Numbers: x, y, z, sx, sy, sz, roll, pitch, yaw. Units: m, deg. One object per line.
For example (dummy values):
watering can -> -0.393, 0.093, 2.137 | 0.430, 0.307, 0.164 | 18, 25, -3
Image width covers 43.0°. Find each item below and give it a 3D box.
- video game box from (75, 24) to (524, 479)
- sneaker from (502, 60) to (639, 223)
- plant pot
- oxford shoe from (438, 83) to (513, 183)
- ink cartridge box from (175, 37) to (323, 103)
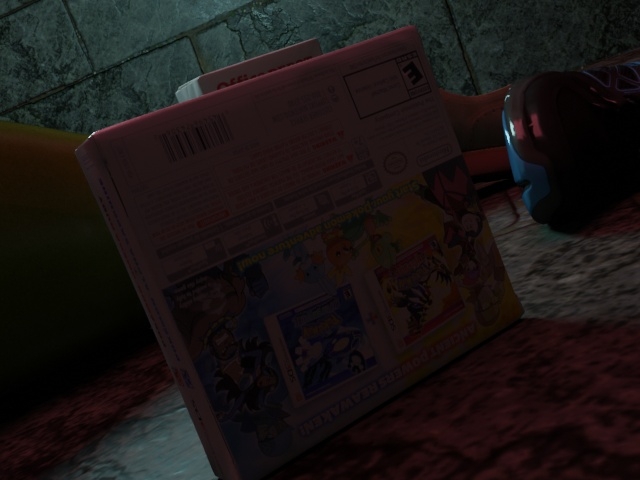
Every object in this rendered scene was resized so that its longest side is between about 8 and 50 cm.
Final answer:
video game box -> 0.000, 0.000, 0.446 | 0.205, 0.187, 0.048 | -25, 5, -28
sneaker -> 0.273, -0.114, 0.747 | 0.140, 0.125, 0.341 | -9, 15, 37
plant pot -> -0.363, 0.017, 0.862 | 0.353, 0.366, 0.366 | -13, 1, -35
oxford shoe -> 0.087, -0.129, 1.005 | 0.348, 0.130, 0.123 | -4, -3, -10
ink cartridge box -> -0.060, -0.128, 1.166 | 0.197, 0.273, 0.114 | -25, 8, -25
